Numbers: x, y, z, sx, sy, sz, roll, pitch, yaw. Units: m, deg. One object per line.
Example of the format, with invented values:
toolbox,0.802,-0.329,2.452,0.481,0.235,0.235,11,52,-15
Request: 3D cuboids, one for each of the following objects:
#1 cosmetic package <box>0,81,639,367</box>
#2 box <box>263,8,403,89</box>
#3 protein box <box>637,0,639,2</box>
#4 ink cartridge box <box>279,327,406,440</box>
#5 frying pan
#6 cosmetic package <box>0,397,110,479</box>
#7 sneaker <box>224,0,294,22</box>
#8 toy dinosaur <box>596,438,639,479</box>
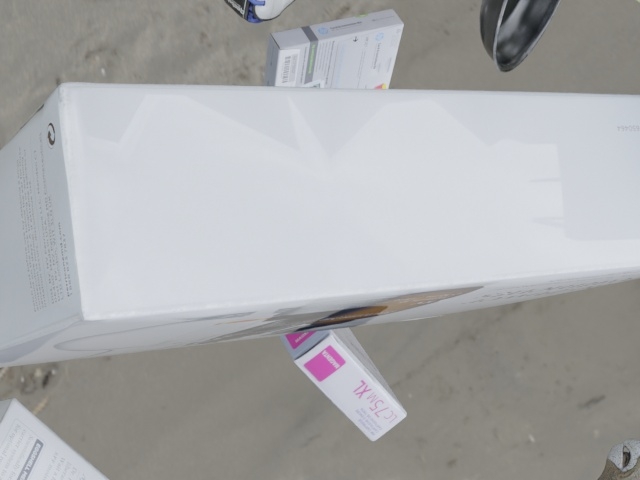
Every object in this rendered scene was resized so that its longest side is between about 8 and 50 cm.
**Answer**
cosmetic package,0.000,0.000,0.591,0.377,0.284,0.098,-4,84,-31
box,0.014,-0.236,1.457,0.186,0.038,0.145,-15,146,-20
protein box,0.385,-0.310,1.017,0.199,0.136,0.201,33,117,-9
ink cartridge box,-0.019,0.087,1.298,0.065,0.311,0.186,-37,129,4
frying pan,0.204,-0.287,1.040,0.197,0.053,0.326,-59,159,-6
cosmetic package,-0.254,0.253,0.806,0.224,0.138,0.225,-17,126,32
sneaker,-0.075,-0.388,1.399,0.182,0.127,0.315,-58,159,2
toy dinosaur,0.161,0.279,0.743,0.160,0.121,0.314,14,125,16
